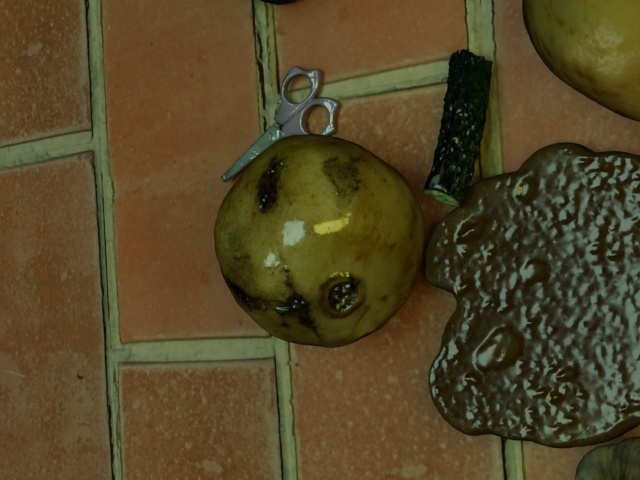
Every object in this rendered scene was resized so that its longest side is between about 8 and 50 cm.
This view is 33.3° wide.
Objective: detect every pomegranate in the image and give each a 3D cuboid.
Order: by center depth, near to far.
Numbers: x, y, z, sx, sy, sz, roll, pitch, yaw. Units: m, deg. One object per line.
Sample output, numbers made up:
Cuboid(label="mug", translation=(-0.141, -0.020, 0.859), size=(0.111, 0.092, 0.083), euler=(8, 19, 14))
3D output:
Cuboid(label="pomegranate", translation=(0.351, -0.271, 1.001), size=(0.342, 0.342, 0.342), euler=(-1, 89, 35))
Cuboid(label="pomegranate", translation=(0.000, 0.000, 1.298), size=(0.260, 0.260, 0.260), euler=(-1, 89, 35))

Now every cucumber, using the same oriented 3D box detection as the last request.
Cuboid(label="cucumber", translation=(0.164, -0.131, 1.257), size=(0.058, 0.058, 0.187), euler=(1, 70, 35))

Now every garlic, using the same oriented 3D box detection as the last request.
Cuboid(label="garlic", translation=(0.340, 0.279, 1.134), size=(0.147, 0.102, 0.159), euler=(51, 122, 26))

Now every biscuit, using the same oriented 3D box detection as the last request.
Cuboid(label="biscuit", translation=(0.272, 0.074, 1.196), size=(0.381, 0.074, 0.359), euler=(-44, 61, 26))

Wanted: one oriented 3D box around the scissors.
Cuboid(label="scissors", translation=(-0.062, -0.145, 1.466), size=(0.212, 0.021, 0.110), euler=(-40, 71, 27))

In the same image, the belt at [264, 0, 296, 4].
Cuboid(label="belt", translation=(-0.075, -0.481, 1.423), size=(0.260, 0.122, 0.325), euler=(-4, 88, 39))
